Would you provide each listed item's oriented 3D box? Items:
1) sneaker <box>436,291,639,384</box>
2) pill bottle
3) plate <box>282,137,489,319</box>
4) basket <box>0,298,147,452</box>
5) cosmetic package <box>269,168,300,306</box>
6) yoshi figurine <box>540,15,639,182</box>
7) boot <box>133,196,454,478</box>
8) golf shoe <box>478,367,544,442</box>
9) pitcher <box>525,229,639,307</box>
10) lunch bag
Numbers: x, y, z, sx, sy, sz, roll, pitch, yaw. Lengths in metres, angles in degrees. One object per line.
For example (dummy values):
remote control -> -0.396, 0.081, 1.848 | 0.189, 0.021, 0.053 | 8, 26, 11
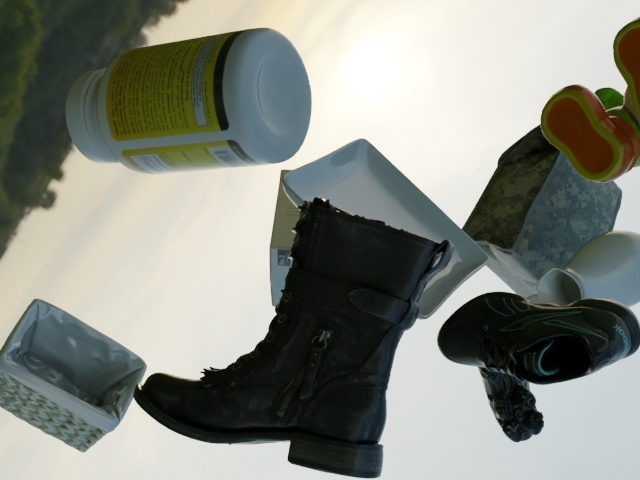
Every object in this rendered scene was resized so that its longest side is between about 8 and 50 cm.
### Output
sneaker -> 0.247, 0.120, 1.298 | 0.267, 0.101, 0.106 | -9, -164, 39
pill bottle -> -0.196, -0.192, 1.533 | 0.334, 0.188, 0.188 | -2, -132, 31
plate -> 0.093, -0.017, 1.545 | 0.045, 0.277, 0.278 | -50, 171, 31
basket -> -0.320, 0.172, 1.324 | 0.103, 0.167, 0.113 | -48, -165, 40
cosmetic package -> 0.000, 0.000, 1.758 | 0.151, 0.151, 0.184 | 90, 5, -48
yoshi figurine -> 0.378, -0.174, 1.104 | 0.203, 0.362, 0.203 | 21, -68, 42
boot -> -0.026, 0.074, 0.947 | 0.091, 0.263, 0.229 | 24, 77, -71
golf shoe -> 0.248, 0.178, 1.470 | 0.094, 0.077, 0.198 | 88, -7, -81
pitcher -> 0.435, 0.064, 1.729 | 0.207, 0.125, 0.178 | -19, 178, -29
lunch bag -> 0.425, -0.052, 1.984 | 0.169, 0.235, 0.287 | 13, -112, 54
